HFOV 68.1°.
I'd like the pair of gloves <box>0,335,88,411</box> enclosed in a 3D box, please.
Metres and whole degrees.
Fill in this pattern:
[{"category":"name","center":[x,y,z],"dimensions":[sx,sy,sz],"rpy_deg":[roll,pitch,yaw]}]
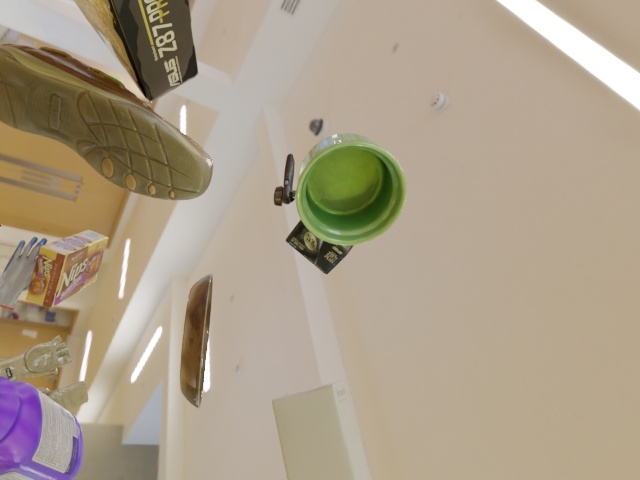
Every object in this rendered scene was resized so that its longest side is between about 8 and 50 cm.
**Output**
[{"category":"pair of gloves","center":[-0.818,0.425,1.400],"dimensions":[0.042,0.204,0.240],"rpy_deg":[-10,-78,37]}]

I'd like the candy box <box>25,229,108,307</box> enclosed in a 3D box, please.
[{"category":"candy box","center":[-0.496,0.050,0.940],"dimensions":[0.187,0.053,0.109],"rpy_deg":[-105,-145,-79]}]

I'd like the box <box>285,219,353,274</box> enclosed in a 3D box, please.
[{"category":"box","center":[0.000,0.000,1.506],"dimensions":[0.077,0.180,0.147],"rpy_deg":[-51,-178,-41]}]

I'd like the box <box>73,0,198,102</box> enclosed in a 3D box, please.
[{"category":"box","center":[-0.292,-0.397,0.529],"dimensions":[0.097,0.395,0.318],"rpy_deg":[-36,179,-17]}]

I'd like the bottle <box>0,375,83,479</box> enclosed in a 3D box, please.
[{"category":"bottle","center":[-0.406,0.248,0.618],"dimensions":[0.283,0.092,0.118],"rpy_deg":[91,-20,-55]}]

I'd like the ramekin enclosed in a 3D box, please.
[{"category":"ramekin","center":[0.077,-0.152,1.334],"dimensions":[0.303,0.303,0.148],"rpy_deg":[-61,-161,23]}]

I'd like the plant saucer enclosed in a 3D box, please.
[{"category":"plant saucer","center":[-0.289,0.230,1.109],"dimensions":[0.310,0.050,0.311],"rpy_deg":[-176,-90,-80]}]

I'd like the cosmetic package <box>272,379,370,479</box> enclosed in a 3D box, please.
[{"category":"cosmetic package","center":[0.022,0.529,1.084],"dimensions":[0.217,0.156,0.385],"rpy_deg":[51,25,-75]}]

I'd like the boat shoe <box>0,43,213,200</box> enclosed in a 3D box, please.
[{"category":"boat shoe","center":[-0.285,-0.169,0.637],"dimensions":[0.123,0.324,0.116],"rpy_deg":[-54,-170,33]}]

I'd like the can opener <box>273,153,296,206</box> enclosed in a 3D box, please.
[{"category":"can opener","center":[-0.105,-0.197,1.523],"dimensions":[0.059,0.073,0.186],"rpy_deg":[101,-3,-71]}]

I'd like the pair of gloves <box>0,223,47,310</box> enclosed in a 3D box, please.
[{"category":"pair of gloves","center":[-0.631,0.044,0.927],"dimensions":[0.023,0.198,0.159],"rpy_deg":[131,-19,-66]}]
